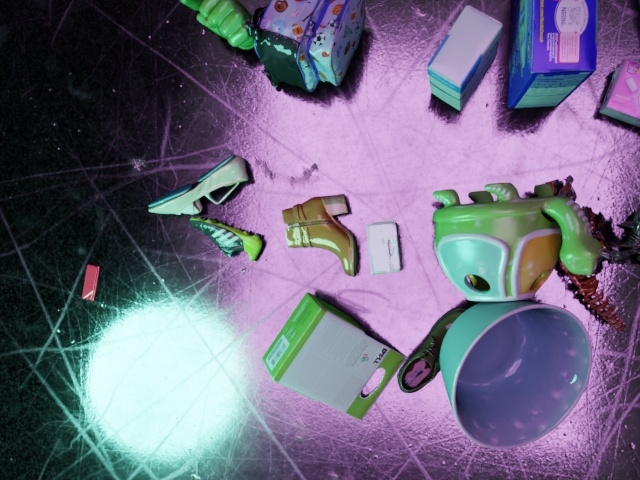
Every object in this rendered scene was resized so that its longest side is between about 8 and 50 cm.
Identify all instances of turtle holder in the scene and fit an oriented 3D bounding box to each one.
[{"bbox_3d":[0.386,0.002,1.353,0.321,0.243,0.227,-3,90,21],"label":"turtle holder"}]

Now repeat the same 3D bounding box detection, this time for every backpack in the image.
[{"bbox_3d":[-0.019,-0.470,1.432,0.213,0.276,0.263,14,85,4],"label":"backpack"}]

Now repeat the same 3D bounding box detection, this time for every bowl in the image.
[{"bbox_3d":[0.366,0.243,1.367,0.312,0.163,0.311,-6,110,-18],"label":"bowl"}]

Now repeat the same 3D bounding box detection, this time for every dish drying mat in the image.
[{"bbox_3d":[-0.552,0.101,1.625,0.032,0.008,0.083,10,91,10],"label":"dish drying mat"}]

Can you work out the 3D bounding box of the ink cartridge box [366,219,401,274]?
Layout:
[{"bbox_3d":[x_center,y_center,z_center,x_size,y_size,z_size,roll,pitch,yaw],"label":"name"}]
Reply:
[{"bbox_3d":[0.138,0.015,1.445,0.063,0.150,0.109,-6,88,9],"label":"ink cartridge box"}]

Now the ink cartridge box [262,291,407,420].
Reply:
[{"bbox_3d":[0.031,0.261,1.497,0.255,0.097,0.188,32,95,-26],"label":"ink cartridge box"}]

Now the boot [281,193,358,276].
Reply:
[{"bbox_3d":[0.000,0.000,1.510,0.153,0.073,0.197,-13,75,7],"label":"boot"}]

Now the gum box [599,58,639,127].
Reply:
[{"bbox_3d":[0.687,-0.291,1.407,0.189,0.062,0.107,23,93,8],"label":"gum box"}]

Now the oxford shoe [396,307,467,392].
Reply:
[{"bbox_3d":[0.252,0.242,1.453,0.083,0.096,0.227,37,93,9],"label":"oxford shoe"}]

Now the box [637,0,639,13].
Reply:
[{"bbox_3d":[0.760,-0.495,1.405,0.175,0.051,0.220,-11,87,9],"label":"box"}]

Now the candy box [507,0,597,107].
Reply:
[{"bbox_3d":[0.445,-0.419,1.320,0.122,0.317,0.267,1,91,7],"label":"candy box"}]

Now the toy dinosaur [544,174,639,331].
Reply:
[{"bbox_3d":[0.570,0.018,1.405,0.219,0.164,0.321,-19,105,23],"label":"toy dinosaur"}]

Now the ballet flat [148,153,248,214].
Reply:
[{"bbox_3d":[-0.274,-0.107,1.554,0.249,0.086,0.086,-29,85,7],"label":"ballet flat"}]

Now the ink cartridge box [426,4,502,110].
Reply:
[{"bbox_3d":[0.296,-0.371,1.401,0.086,0.203,0.148,33,94,10],"label":"ink cartridge box"}]

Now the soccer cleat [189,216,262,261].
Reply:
[{"bbox_3d":[-0.222,-0.004,1.550,0.179,0.060,0.072,19,94,6],"label":"soccer cleat"}]

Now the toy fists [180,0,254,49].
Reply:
[{"bbox_3d":[-0.250,-0.538,1.519,0.096,0.142,0.279,-43,83,6],"label":"toy fists"}]
